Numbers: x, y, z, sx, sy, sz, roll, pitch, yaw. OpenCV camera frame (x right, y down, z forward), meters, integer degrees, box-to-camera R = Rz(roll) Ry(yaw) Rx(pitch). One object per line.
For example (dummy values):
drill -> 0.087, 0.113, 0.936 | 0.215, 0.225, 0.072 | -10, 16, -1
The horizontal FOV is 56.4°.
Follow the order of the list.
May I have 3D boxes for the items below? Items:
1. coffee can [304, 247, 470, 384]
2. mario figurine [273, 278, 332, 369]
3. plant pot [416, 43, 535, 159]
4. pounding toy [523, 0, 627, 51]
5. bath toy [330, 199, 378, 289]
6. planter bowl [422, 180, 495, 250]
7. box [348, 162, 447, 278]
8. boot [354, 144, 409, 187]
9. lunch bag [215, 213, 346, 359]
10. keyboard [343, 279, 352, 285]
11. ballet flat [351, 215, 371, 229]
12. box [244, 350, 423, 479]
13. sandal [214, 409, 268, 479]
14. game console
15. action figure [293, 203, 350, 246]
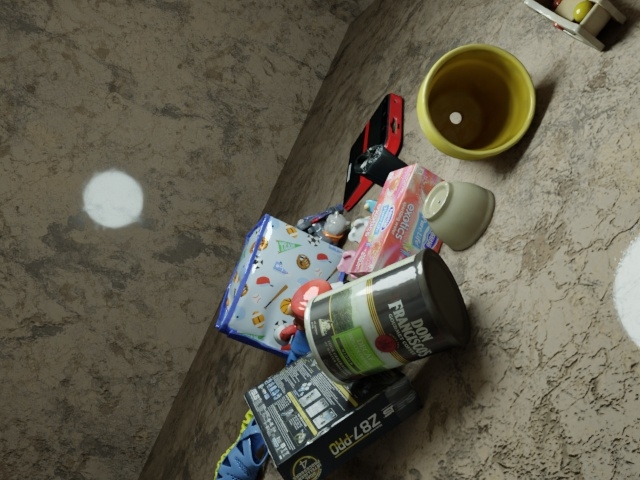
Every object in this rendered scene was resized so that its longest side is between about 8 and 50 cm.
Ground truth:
coffee can -> 0.135, 0.159, 1.215 | 0.275, 0.201, 0.201 | -25, 34, 25
mario figurine -> -0.014, 0.251, 1.645 | 0.170, 0.198, 0.320 | -127, 43, -61
plant pot -> 0.347, -0.311, 1.426 | 0.254, 0.254, 0.239 | -63, 2, 0
pounding toy -> 0.550, -0.525, 1.268 | 0.155, 0.154, 0.269 | -55, 19, 24
bath toy -> 0.130, 0.056, 1.672 | 0.348, 0.151, 0.129 | -64, -18, 15
planter bowl -> 0.306, -0.071, 1.377 | 0.162, 0.109, 0.162 | -53, 19, 28
box -> 0.213, -0.021, 1.502 | 0.299, 0.154, 0.142 | -65, 18, -13
boot -> 0.184, -0.178, 1.721 | 0.246, 0.207, 0.094 | -30, 37, 62
lunch bag -> -0.124, 0.171, 1.886 | 0.239, 0.328, 0.385 | -44, 27, 56
keyboard -> 0.134, 0.163, 1.565 | 0.192, 0.038, 0.100 | 13, 109, 52
ballet flat -> 0.139, -0.046, 1.795 | 0.067, 0.073, 0.206 | -47, -4, 10
box -> 0.007, 0.364, 1.365 | 0.318, 0.097, 0.395 | -33, 14, -11
sandal -> -0.219, 0.657, 1.798 | 0.138, 0.126, 0.317 | -4, 62, 66
game console -> 0.193, -0.335, 2.207 | 0.342, 0.060, 0.386 | -55, 17, 42
action figure -> 0.000, 0.000, 2.150 | 0.341, 0.178, 0.330 | -32, -9, -47
